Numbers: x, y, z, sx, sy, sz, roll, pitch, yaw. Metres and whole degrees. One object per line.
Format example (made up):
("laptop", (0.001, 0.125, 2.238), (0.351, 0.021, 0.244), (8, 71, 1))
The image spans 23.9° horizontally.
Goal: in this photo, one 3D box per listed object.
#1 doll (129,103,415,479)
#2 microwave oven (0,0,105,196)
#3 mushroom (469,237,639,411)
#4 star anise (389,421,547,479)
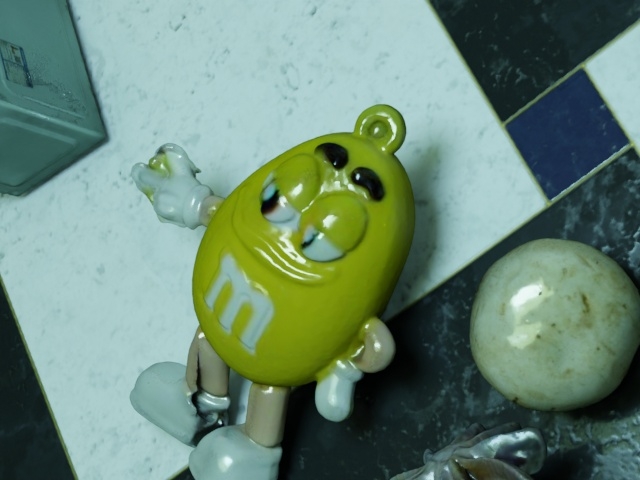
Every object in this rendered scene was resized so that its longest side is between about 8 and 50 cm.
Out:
("doll", (-0.065, 0.064, 1.591), (0.348, 0.161, 0.423), (6, 98, 31))
("microwave oven", (-0.428, -0.227, 1.851), (0.181, 0.237, 0.295), (-31, 65, 25))
("mushroom", (0.224, 0.080, 1.430), (0.166, 0.127, 0.166), (1, 93, 14))
("star anise", (0.123, 0.258, 1.433), (0.257, 0.198, 0.111), (-30, 101, 22))
